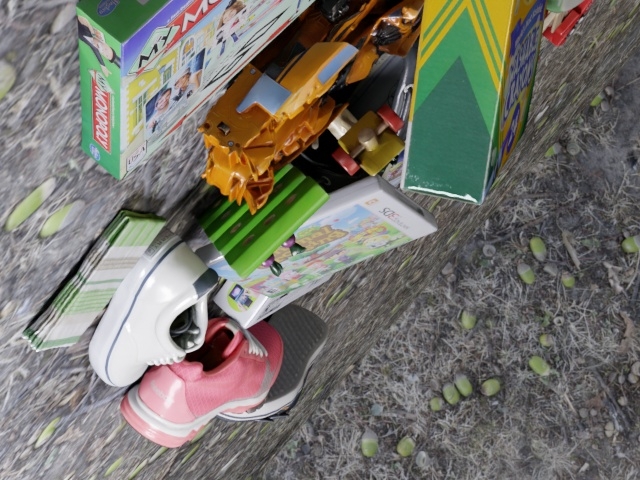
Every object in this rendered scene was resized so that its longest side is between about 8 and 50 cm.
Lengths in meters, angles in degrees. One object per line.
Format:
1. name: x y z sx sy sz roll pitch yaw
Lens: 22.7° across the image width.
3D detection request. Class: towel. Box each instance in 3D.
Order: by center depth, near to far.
1. towel: -0.207 0.035 1.463 0.152 0.023 0.113 -53 172 6

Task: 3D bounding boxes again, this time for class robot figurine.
1. robot figurine: 0.006 -0.164 1.450 0.291 0.085 0.211 -47 172 -13

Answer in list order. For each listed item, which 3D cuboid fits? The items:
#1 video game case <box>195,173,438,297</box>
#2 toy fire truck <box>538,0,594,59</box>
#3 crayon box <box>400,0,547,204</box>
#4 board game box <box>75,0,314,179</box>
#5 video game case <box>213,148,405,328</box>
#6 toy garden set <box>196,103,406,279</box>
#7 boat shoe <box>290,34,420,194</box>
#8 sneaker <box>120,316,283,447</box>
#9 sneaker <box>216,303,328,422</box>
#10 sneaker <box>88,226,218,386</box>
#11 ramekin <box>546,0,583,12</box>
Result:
1. video game case: 0.000 0.000 1.696 0.212 0.023 0.193 -22 161 16
2. toy fire truck: 0.361 -0.341 2.436 0.192 0.047 0.135 -55 167 24
3. crayon box: 0.152 -0.219 1.437 0.203 0.083 0.323 -52 151 -60
4. board game box: -0.053 -0.203 1.176 0.317 0.046 0.213 -46 170 -21
5. video game case: 0.004 -0.026 2.012 0.244 0.061 0.269 -53 170 24
6. toy garden set: -0.016 -0.053 1.525 0.204 0.049 0.244 -44 -164 0
7. boat shoe: 0.026 -0.108 1.674 0.113 0.127 0.340 1 149 -44
8. sneaker: -0.116 0.150 1.988 0.136 0.116 0.314 -57 168 28
9. sneaker: -0.089 0.206 2.269 0.127 0.126 0.321 -61 167 26
10. sneaker: -0.168 0.091 1.613 0.094 0.091 0.258 -43 168 -32
11. ramekin: 0.273 -0.379 1.631 0.303 0.148 0.303 -48 170 -12
